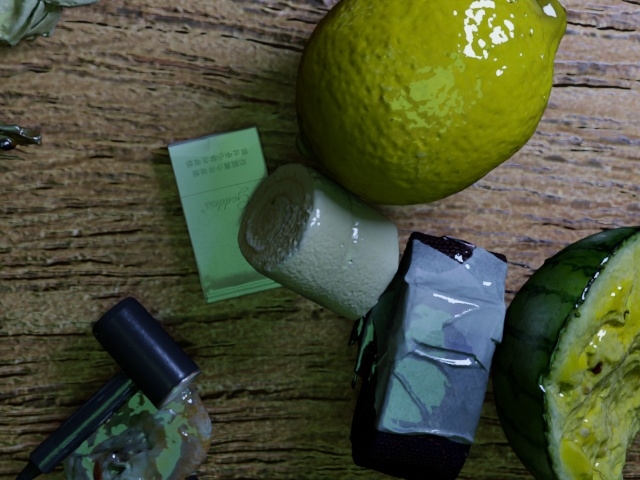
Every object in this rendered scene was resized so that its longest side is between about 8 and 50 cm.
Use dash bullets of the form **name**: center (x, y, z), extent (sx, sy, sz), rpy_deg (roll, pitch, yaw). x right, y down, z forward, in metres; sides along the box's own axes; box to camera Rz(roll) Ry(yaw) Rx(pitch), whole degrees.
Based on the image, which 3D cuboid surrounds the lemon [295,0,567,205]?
- **lemon**: center (0.115, -0.173, 1.181), extent (0.320, 0.245, 0.245), rpy_deg (-30, 105, 8)

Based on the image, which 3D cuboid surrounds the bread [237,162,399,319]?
- **bread**: center (0.000, 0.000, 1.243), extent (0.141, 0.148, 0.134), rpy_deg (30, 102, -34)

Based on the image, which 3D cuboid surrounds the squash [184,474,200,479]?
- **squash**: center (-0.185, 0.431, 1.372), extent (0.087, 0.087, 0.331), rpy_deg (7, 113, -7)

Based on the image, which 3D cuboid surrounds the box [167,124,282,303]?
- **box**: center (-0.106, -0.030, 1.305), extent (0.109, 0.029, 0.198), rpy_deg (-13, 104, -2)

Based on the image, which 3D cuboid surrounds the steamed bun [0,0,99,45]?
- **steamed bun**: center (-0.326, -0.304, 1.179), extent (0.192, 0.106, 0.177), rpy_deg (26, 111, -21)

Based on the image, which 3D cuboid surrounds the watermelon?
- **watermelon**: center (0.305, 0.137, 1.291), extent (0.331, 0.189, 0.330), rpy_deg (-4, 96, -41)

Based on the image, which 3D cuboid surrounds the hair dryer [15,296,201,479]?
- **hair dryer**: center (-0.275, 0.190, 1.300), extent (0.255, 0.070, 0.128), rpy_deg (-41, 84, 1)

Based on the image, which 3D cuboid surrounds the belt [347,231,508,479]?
- **belt**: center (0.113, 0.135, 1.291), extent (0.164, 0.184, 0.289), rpy_deg (15, 97, -4)

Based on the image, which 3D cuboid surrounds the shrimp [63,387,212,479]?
- **shrimp**: center (-0.263, 0.298, 1.359), extent (0.164, 0.062, 0.317), rpy_deg (37, 94, -5)

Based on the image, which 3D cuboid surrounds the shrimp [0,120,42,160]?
- **shrimp**: center (-0.447, -0.171, 1.226), extent (0.287, 0.063, 0.152), rpy_deg (11, 91, -7)
